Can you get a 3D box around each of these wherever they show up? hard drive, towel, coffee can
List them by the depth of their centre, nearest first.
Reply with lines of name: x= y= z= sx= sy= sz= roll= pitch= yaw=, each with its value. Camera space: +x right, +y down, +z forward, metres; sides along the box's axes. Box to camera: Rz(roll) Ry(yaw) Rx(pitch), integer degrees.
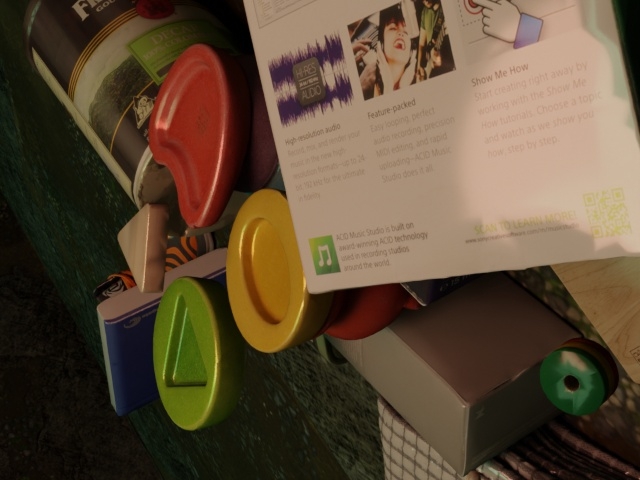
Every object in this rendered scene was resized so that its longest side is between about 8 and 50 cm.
towel: x=0.182 y=0.266 z=0.865 sx=0.284 sy=0.121 sz=0.235 roll=27 pitch=130 yaw=47
coffee can: x=-0.175 y=-0.167 z=1.060 sx=0.275 sy=0.201 sz=0.201 roll=50 pitch=153 yaw=29
hard drive: x=-0.235 y=0.150 z=1.505 sx=0.040 sy=0.210 sz=0.318 roll=54 pitch=155 yaw=24

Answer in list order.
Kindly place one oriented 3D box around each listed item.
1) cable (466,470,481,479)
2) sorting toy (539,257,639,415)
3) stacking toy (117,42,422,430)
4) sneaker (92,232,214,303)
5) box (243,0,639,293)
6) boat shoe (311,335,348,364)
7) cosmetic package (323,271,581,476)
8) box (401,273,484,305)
cable: x=0.148 y=0.292 z=0.792 sx=0.139 sy=0.072 sz=0.287 roll=34 pitch=149 yaw=19
sorting toy: x=0.212 y=-0.008 z=0.568 sx=0.132 sy=0.046 sz=0.274 roll=56 pitch=134 yaw=11
stacking toy: x=-0.054 y=0.003 z=0.840 sx=0.279 sy=0.130 sz=0.309 roll=-57 pitch=44 yaw=40
sneaker: x=-0.263 y=0.036 z=1.484 sx=0.124 sy=0.180 sz=0.321 roll=41 pitch=148 yaw=42
box: x=0.048 y=-0.141 z=0.465 sx=0.232 sy=0.058 sz=0.322 roll=-9 pitch=95 yaw=51
boat shoe: x=0.000 y=0.000 z=0.978 sx=0.103 sy=0.113 sz=0.302 roll=44 pitch=149 yaw=35
cosmetic package: x=0.095 y=0.073 z=0.837 sx=0.238 sy=0.127 sz=0.107 roll=47 pitch=151 yaw=38
box: x=0.102 y=-0.085 z=0.621 sx=0.108 sy=0.153 sz=0.207 roll=47 pitch=152 yaw=32
